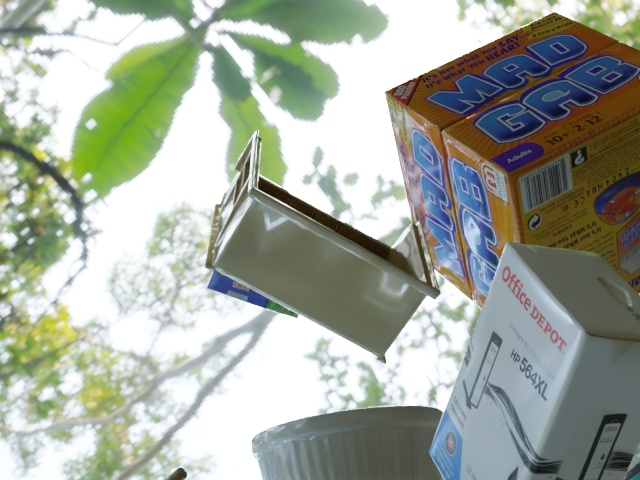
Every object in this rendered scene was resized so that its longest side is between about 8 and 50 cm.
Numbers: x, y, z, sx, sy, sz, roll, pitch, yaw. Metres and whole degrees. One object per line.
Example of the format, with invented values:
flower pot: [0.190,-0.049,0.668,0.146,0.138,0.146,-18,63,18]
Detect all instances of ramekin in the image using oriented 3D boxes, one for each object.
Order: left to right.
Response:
ramekin: [0.046,0.312,1.656,0.273,0.273,0.127,13,-118,-47]

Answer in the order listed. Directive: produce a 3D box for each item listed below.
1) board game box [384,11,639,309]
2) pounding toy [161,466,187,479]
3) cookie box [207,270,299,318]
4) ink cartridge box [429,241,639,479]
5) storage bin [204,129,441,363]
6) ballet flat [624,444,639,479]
board game box: [0.373,-0.107,2.033,0.356,0.357,0.356,42,153,51]
pounding toy: [-0.178,0.280,1.076,0.094,0.206,0.181,24,-101,-37]
cookie box: [-0.081,0.065,1.604,0.107,0.092,0.040,24,-95,-66]
ink cartridge box: [0.171,0.122,0.934,0.086,0.203,0.148,7,-157,-20]
storage bin: [0.000,0.000,1.576,0.262,0.123,0.260,28,-161,-12]
ballet flat: [0.493,0.186,1.405,0.147,0.409,0.147,30,-138,-31]
